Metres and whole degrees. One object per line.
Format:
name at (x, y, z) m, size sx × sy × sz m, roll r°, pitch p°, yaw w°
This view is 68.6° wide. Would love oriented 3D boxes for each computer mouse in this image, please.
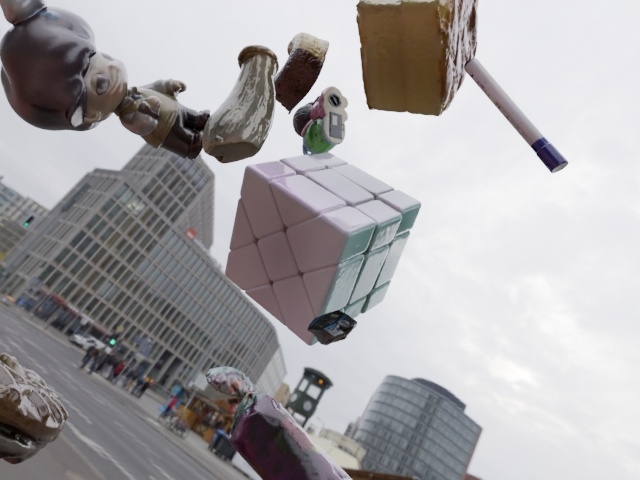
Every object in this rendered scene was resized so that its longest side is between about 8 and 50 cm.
computer mouse at (0.027, 0.174, 0.907) m, size 0.047 × 0.079 × 0.135 m, roll 63°, pitch -24°, yaw -8°

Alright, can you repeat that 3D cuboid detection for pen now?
pen at (0.346, -0.231, 0.845) m, size 0.269 × 0.033 × 0.033 m, roll 60°, pitch -16°, yaw 21°

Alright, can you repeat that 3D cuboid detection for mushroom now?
mushroom at (-0.137, -0.243, 0.870) m, size 0.108 × 0.247 × 0.096 m, roll 20°, pitch -20°, yaw -7°

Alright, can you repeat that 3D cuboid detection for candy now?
candy at (-0.023, 0.151, 0.327) m, size 0.175 × 0.043 × 0.045 m, roll 35°, pitch -4°, yaw 34°

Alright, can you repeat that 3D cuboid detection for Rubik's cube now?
Rubik's cube at (0.000, 0.000, 1.145) m, size 0.318 × 0.315 × 0.322 m, roll 34°, pitch -55°, yaw 27°

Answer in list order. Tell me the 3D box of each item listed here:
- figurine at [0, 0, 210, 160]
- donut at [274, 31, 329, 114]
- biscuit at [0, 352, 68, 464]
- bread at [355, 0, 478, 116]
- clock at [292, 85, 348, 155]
figurine at (-0.381, -0.272, 0.854) m, size 0.364 × 0.218 × 0.206 m, roll 13°, pitch -21°, yaw -19°
donut at (-0.053, -0.463, 1.226) m, size 0.085 × 0.217 × 0.141 m, roll 27°, pitch -21°, yaw -24°
biscuit at (-0.541, 0.228, 0.738) m, size 0.268 × 0.115 × 0.366 m, roll 22°, pitch -32°, yaw 38°
bread at (0.223, -0.466, 1.041) m, size 0.207 × 0.279 × 0.279 m, roll 15°, pitch -36°, yaw 25°
clock at (-0.010, -0.354, 1.453) m, size 0.100 × 0.194 × 0.195 m, roll 9°, pitch -11°, yaw -33°
